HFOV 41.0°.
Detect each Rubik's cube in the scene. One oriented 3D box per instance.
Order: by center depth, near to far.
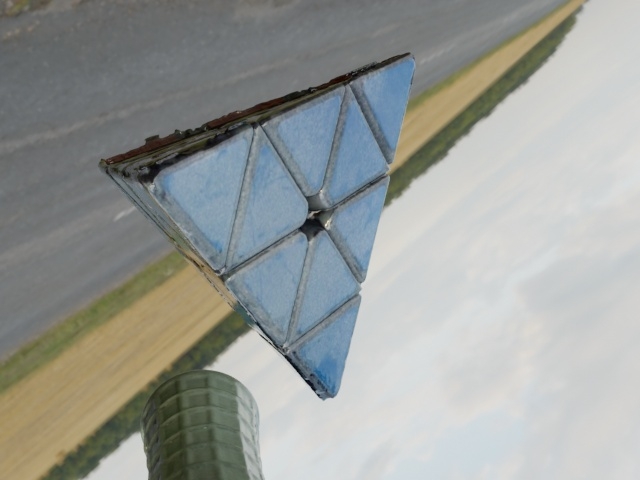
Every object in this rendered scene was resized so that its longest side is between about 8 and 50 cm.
[{"bbox_3d":[0.000,0.000,0.487,0.190,0.178,0.211,-26,-165,-10],"label":"Rubik's cube"}]

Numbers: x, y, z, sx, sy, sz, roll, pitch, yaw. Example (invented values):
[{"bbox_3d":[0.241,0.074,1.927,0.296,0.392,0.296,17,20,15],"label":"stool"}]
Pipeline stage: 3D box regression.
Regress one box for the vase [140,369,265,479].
[{"bbox_3d":[-0.088,0.216,0.683,0.143,0.143,0.299,-41,-161,4],"label":"vase"}]
